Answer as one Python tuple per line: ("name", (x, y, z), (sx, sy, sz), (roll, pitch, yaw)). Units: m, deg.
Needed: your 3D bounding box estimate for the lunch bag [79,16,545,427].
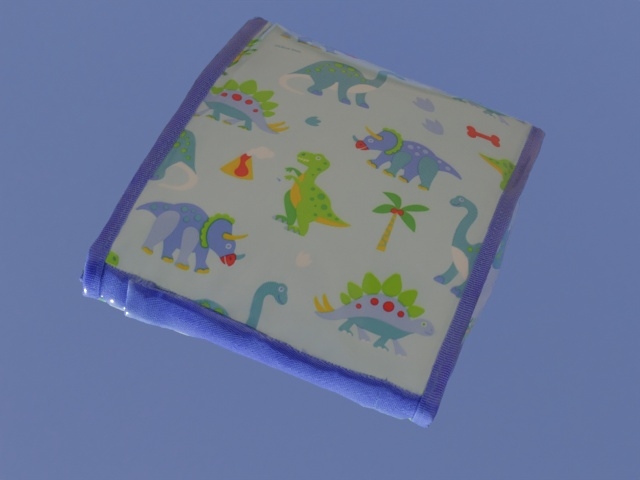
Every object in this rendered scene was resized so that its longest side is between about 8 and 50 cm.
("lunch bag", (0.000, 0.000, 0.568), (0.129, 0.096, 0.151), (20, -149, 7))
